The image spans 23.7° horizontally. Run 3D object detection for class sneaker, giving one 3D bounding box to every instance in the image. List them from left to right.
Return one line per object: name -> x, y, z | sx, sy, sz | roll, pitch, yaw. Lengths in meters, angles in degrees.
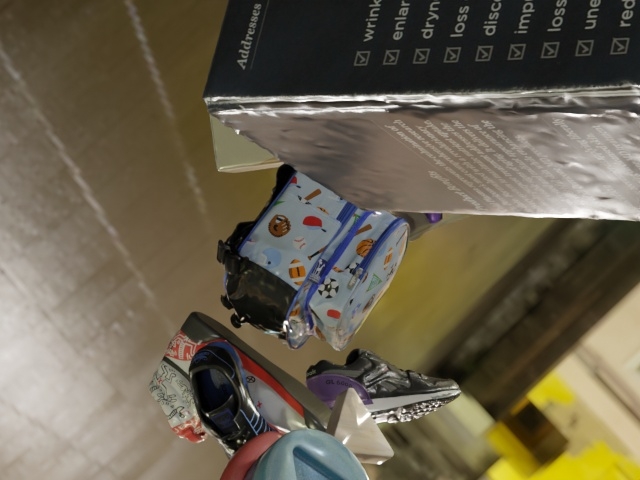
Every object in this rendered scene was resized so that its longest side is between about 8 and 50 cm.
sneaker -> -0.107, 0.244, 1.953 | 0.081, 0.232, 0.090 | -26, -175, 16
sneaker -> -0.107, 0.228, 2.042 | 0.145, 0.270, 0.090 | -56, 164, 8
sneaker -> 0.104, 0.226, 2.464 | 0.283, 0.124, 0.107 | -4, 158, -36

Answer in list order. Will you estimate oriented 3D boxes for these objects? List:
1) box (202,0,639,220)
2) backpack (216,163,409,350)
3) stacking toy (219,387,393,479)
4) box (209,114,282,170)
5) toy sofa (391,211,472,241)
box -> 0.206, -0.284, 1.355 | 0.297, 0.471, 0.480 | 32, 68, -51
backpack -> 0.000, 0.000, 1.980 | 0.276, 0.213, 0.263 | 101, 14, -74
stacking toy -> 0.070, 0.281, 1.479 | 0.130, 0.309, 0.279 | -36, -176, 41
box -> -0.012, -0.190, 2.485 | 0.311, 0.121, 0.148 | -7, 180, 13
toy sofa -> 0.111, -0.164, 2.008 | 0.177, 0.150, 0.363 | -20, 144, -12
